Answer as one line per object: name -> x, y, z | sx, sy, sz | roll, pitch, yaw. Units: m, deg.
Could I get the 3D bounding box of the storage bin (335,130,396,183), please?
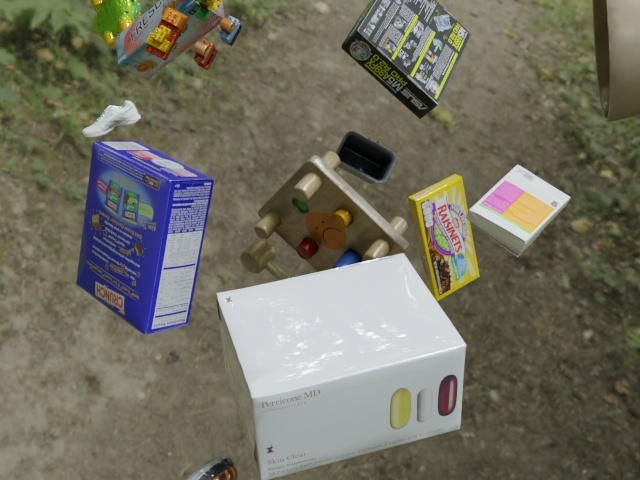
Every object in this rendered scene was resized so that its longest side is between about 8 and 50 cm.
storage bin -> 0.099, -0.193, 2.044 | 0.135, 0.098, 0.091 | 27, -12, -6

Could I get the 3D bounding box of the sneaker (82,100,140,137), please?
sneaker -> -0.537, -0.309, 2.199 | 0.152, 0.061, 0.054 | -25, 32, -10

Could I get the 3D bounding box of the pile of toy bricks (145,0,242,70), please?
pile of toy bricks -> -0.158, -0.341, 1.164 | 0.118, 0.212, 0.105 | 27, -3, 7

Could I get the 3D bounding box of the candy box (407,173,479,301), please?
candy box -> 0.219, -0.004, 1.520 | 0.105, 0.206, 0.027 | -28, 30, -24

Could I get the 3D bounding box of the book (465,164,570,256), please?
book -> 0.292, -0.049, 1.276 | 0.096, 0.035, 0.144 | 37, 51, 19

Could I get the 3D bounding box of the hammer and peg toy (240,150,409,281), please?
hammer and peg toy -> 0.000, 0.000, 1.752 | 0.266, 0.361, 0.127 | 43, 54, -4

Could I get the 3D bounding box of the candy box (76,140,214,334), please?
candy box -> -0.359, -0.012, 1.735 | 0.268, 0.317, 0.122 | 27, 21, 39

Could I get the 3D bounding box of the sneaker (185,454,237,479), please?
sneaker -> -0.147, 0.450, 1.136 | 0.180, 0.321, 0.124 | 30, 13, 19

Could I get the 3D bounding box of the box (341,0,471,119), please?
box -> 0.179, -0.403, 1.747 | 0.216, 0.060, 0.270 | 40, 48, -14

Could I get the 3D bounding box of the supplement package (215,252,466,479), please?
supplement package -> 0.021, 0.151, 1.091 | 0.262, 0.145, 0.204 | -12, 35, -12

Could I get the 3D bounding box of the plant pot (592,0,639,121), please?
plant pot -> 0.537, -0.337, 1.358 | 0.191, 0.284, 0.284 | -4, 26, 15

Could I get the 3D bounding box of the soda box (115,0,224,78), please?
soda box -> -0.232, -0.322, 1.320 | 0.063, 0.183, 0.058 | 21, 49, -48

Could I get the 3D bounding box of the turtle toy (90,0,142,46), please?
turtle toy -> -0.352, -0.385, 1.502 | 0.066, 0.130, 0.095 | -16, 84, -47
